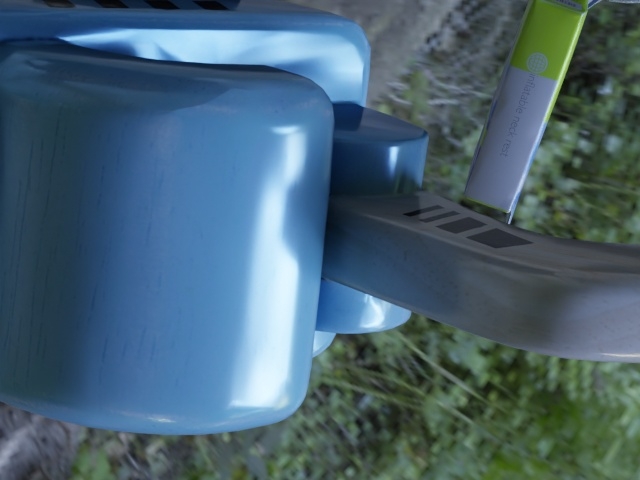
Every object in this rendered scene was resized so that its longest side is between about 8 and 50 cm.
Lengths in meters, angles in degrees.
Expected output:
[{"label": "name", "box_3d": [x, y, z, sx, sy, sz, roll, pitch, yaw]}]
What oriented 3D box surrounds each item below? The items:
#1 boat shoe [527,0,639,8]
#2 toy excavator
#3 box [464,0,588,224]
[{"label": "boat shoe", "box_3d": [0.307, -0.267, 1.460, 0.156, 0.367, 0.136, 20, 62, -15]}, {"label": "toy excavator", "box_3d": [0.000, 0.000, 0.822, 0.433, 0.445, 0.222, -4, 109, -37]}, {"label": "box", "box_3d": [0.148, -0.103, 1.309, 0.042, 0.109, 0.178, 19, 115, 3]}]
